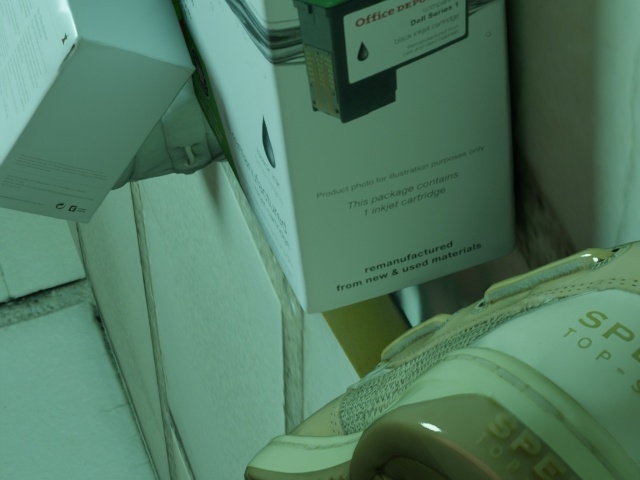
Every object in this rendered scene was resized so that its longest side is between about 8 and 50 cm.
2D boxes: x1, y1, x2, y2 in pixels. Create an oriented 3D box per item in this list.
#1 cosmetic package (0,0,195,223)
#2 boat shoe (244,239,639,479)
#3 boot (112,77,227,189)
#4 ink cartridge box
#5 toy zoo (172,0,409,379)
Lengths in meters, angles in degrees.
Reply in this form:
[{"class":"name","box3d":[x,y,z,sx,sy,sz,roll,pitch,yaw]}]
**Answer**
[{"class":"cosmetic package","box3d":[-0.126,-0.129,0.833,0.099,0.060,0.239,-52,41,35]},{"class":"boat shoe","box3d":[0.063,0.081,0.643,0.122,0.110,0.341,47,163,0]},{"class":"boot","box3d":[-0.104,-0.082,1.166,0.258,0.123,0.095,171,82,-79]},{"class":"ink cartridge box","box3d":[0.000,-0.111,0.695,0.160,0.092,0.219,-119,15,-47]},{"class":"toy zoo","box3d":[0.000,0.000,0.882,0.192,0.030,0.293,60,180,-43]}]
